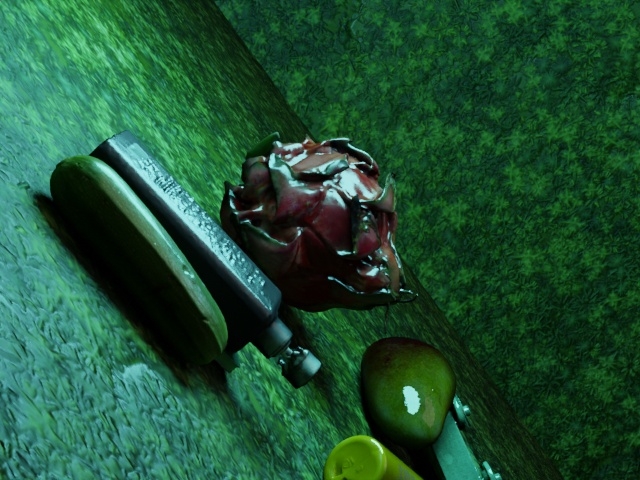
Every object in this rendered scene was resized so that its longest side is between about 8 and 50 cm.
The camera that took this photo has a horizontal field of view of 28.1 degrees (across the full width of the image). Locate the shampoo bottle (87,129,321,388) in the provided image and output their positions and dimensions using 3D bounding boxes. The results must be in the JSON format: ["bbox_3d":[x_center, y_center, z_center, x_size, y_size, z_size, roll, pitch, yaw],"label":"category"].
[{"bbox_3d":[-0.114,0.024,1.265,0.309,0.071,0.098,46,11,-5],"label":"shampoo bottle"}]

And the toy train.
[{"bbox_3d":[0.199,0.336,1.820,0.253,0.105,0.157,-115,180,-50],"label":"toy train"}]

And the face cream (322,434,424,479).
[{"bbox_3d":[0.101,0.306,1.432,0.273,0.078,0.078,45,13,-45],"label":"face cream"}]

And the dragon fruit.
[{"bbox_3d":[0.000,0.000,1.596,0.293,0.234,0.234,56,8,31],"label":"dragon fruit"}]

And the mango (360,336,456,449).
[{"bbox_3d":[0.124,0.203,1.776,0.133,0.111,0.267,13,18,-7],"label":"mango"}]

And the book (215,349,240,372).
[{"bbox_3d":[-0.123,0.073,1.319,0.103,0.017,0.135,48,11,-26],"label":"book"}]

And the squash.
[{"bbox_3d":[-0.164,0.017,1.168,0.229,0.066,0.066,54,9,-15],"label":"squash"}]
